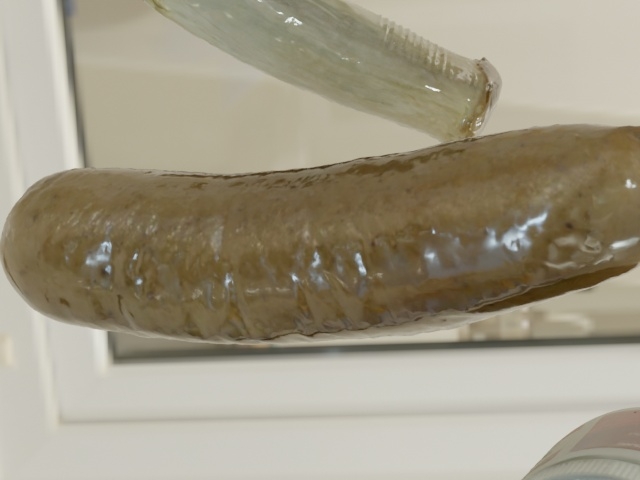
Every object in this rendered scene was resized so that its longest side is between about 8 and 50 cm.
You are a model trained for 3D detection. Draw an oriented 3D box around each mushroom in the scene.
[{"bbox_3d":[-0.002,-0.174,1.504,0.123,0.351,0.095,-138,-110,-76],"label":"mushroom"}]

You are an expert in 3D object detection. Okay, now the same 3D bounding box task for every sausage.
[{"bbox_3d":[0.001,0.003,1.171,0.123,0.501,0.136,-37,119,-57],"label":"sausage"}]

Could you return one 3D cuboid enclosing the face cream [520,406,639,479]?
[{"bbox_3d":[0.225,0.236,1.272,0.187,0.201,0.201,-23,112,-64],"label":"face cream"}]
